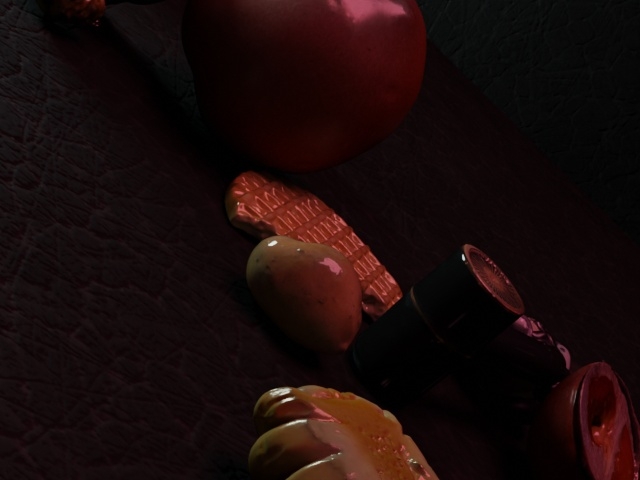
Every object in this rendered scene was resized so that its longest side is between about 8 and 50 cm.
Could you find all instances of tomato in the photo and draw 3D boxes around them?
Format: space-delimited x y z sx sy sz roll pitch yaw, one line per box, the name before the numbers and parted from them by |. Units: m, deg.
tomato | -0.015 -0.247 1.714 0.321 0.321 0.321 40 18 -16
tomato | 0.326 0.260 1.658 0.199 0.112 0.228 -53 128 -49

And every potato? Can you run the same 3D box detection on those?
potato | -0.014 0.054 1.422 0.147 0.112 0.112 39 17 3

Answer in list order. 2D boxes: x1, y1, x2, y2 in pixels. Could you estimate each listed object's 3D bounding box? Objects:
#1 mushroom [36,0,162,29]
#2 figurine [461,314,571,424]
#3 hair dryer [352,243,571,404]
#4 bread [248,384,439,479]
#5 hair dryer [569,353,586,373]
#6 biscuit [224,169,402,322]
mushroom | -0.260 -0.408 1.653 0.267 0.267 0.254 38 12 -20
figurine | 0.237 0.152 1.741 0.222 0.145 0.145 29 21 -15
hair dryer | 0.205 0.141 1.588 0.352 0.189 0.107 28 28 -47
bread | 0.043 0.256 1.068 0.173 0.121 0.311 22 28 -44
hair dryer | 0.347 0.171 2.037 0.195 0.078 0.248 33 16 -39
biscuit | 0.000 0.000 1.677 0.309 0.040 0.204 36 19 -26
